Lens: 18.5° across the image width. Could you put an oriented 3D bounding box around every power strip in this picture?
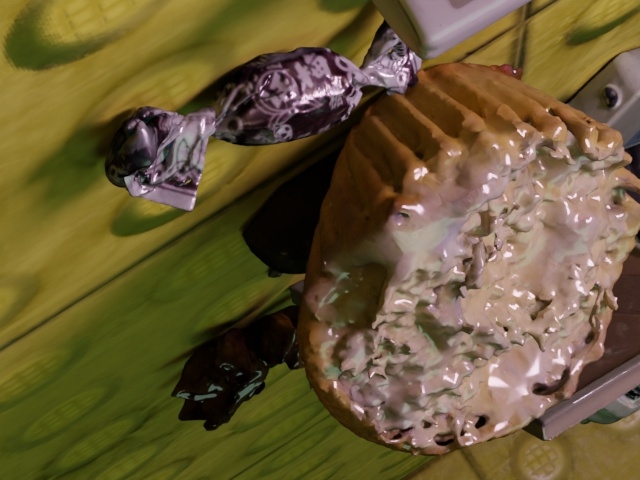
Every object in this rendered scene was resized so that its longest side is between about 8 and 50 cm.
[{"bbox_3d":[0.298,-0.132,1.679,0.270,0.046,0.118,-19,161,-45],"label":"power strip"}]

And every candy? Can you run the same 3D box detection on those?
[{"bbox_3d":[-0.024,-0.077,1.100,0.226,0.051,0.094,-26,162,-30],"label":"candy"}]

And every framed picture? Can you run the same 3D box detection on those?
[{"bbox_3d":[0.156,0.044,1.553,0.232,0.315,0.024,-27,121,-27],"label":"framed picture"}]

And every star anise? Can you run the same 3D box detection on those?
[{"bbox_3d":[-0.055,0.096,1.637,0.168,0.057,0.168,-36,167,-9],"label":"star anise"}]

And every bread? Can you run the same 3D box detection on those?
[{"bbox_3d":[0.093,0.013,1.320,0.274,0.149,0.274,-19,131,-23],"label":"bread"}]

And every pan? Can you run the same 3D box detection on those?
[{"bbox_3d":[0.014,-0.008,1.434,0.128,0.048,0.202,-30,166,-1],"label":"pan"}]

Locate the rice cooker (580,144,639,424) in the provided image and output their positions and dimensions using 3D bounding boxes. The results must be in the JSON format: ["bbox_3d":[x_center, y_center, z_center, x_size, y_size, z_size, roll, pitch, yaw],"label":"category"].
[{"bbox_3d":[0.283,0.029,1.797,0.227,0.241,0.280,-35,131,22],"label":"rice cooker"}]

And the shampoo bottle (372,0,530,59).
[{"bbox_3d":[0.125,-0.182,0.999,0.227,0.086,0.056,-31,168,-8],"label":"shampoo bottle"}]
